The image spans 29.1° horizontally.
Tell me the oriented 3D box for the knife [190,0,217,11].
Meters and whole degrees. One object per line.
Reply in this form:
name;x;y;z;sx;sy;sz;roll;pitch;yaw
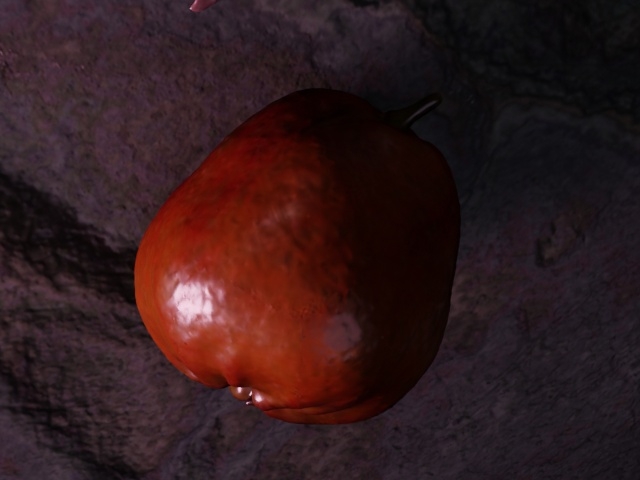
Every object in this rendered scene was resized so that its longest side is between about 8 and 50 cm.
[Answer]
knife;-0.007;-0.244;0.800;0.035;0.018;0.247;23;115;-42

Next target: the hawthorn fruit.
hawthorn fruit;0.000;0.000;0.873;0.224;0.224;0.260;31;87;-41
